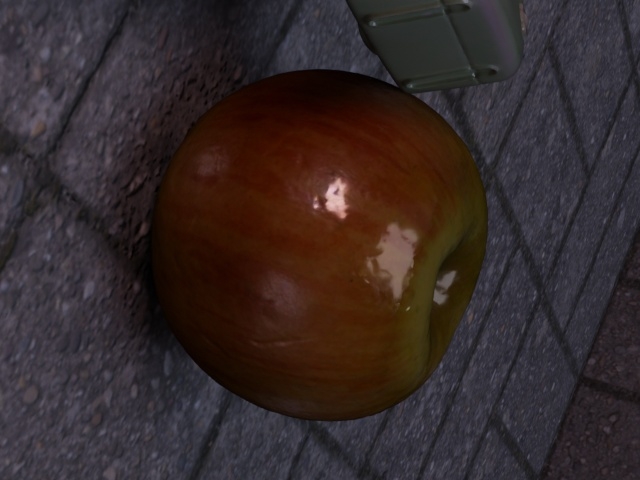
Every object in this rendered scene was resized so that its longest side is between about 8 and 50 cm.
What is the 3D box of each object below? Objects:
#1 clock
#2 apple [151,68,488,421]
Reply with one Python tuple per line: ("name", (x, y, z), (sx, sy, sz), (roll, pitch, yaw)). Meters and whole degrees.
("clock", (0.070, -0.283, 0.982), (0.265, 0.108, 0.324), (42, 42, -68))
("apple", (0.000, 0.000, 1.099), (0.286, 0.233, 0.286), (-51, 150, -44))
